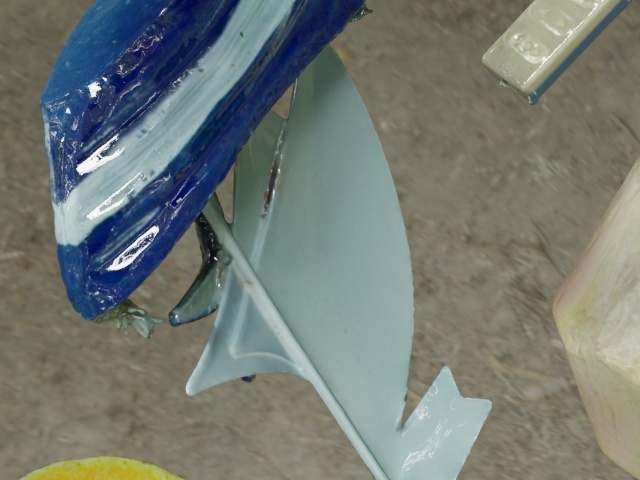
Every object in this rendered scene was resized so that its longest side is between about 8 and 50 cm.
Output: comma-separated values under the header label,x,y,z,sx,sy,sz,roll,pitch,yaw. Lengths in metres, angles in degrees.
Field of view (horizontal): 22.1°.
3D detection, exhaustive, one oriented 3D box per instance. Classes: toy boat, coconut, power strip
label,x,y,z,sx,sy,sz,roll,pitch,yaw
toy boat,-0.021,0.007,0.699,0.070,0.210,0.292,1,111,44
coconut,0.249,0.054,0.958,0.236,0.197,0.237,3,101,15
power strip,0.191,-0.171,1.342,0.123,0.032,0.056,-47,54,1

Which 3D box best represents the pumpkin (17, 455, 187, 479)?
label,x,y,z,sx,sy,sz,roll,pitch,yaw
pumpkin,-0.245,0.401,1.682,0.199,0.332,0.332,-36,57,58
